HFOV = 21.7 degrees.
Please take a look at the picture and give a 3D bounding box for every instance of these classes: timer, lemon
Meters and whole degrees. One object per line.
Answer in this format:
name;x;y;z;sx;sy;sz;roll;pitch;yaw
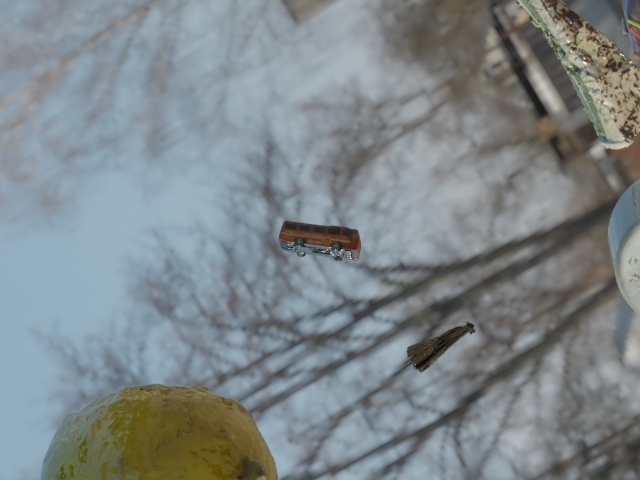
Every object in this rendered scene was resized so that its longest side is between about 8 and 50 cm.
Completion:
timer;0.359;0.060;1.613;0.175;0.175;0.266;55;-153;-20
lemon;-0.187;0.284;1.873;0.284;0.260;0.260;16;160;38

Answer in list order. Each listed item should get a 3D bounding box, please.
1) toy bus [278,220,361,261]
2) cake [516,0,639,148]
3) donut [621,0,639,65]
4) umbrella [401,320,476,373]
toy bus;0.000;0.000;2.219;0.031;0.110;0.043;79;-158;-56
cake;0.191;-0.134;1.172;0.140;0.055;0.051;56;173;-13
donut;0.377;-0.207;1.466;0.230;0.216;0.096;29;-137;3
umbrella;0.114;0.104;1.629;0.020;0.083;0.031;51;-175;-36
